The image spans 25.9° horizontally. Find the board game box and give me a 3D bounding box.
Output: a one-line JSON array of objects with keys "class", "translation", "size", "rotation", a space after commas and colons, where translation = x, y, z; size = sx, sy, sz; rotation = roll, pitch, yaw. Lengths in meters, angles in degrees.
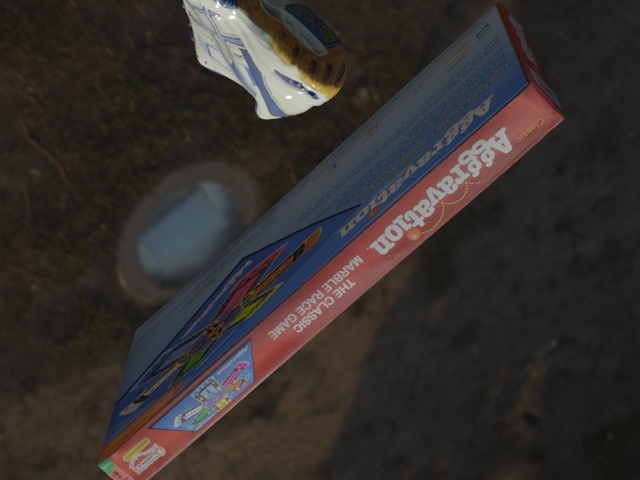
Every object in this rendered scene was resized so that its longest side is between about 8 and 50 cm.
[{"class": "board game box", "translation": [0.000, 0.000, 0.706], "size": [0.281, 0.145, 0.027], "rotation": [-41, 106, 17]}]

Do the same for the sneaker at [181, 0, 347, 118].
[{"class": "sneaker", "translation": [-0.110, -0.243, 1.480], "size": [0.296, 0.131, 0.112], "rotation": [49, 46, -14]}]
